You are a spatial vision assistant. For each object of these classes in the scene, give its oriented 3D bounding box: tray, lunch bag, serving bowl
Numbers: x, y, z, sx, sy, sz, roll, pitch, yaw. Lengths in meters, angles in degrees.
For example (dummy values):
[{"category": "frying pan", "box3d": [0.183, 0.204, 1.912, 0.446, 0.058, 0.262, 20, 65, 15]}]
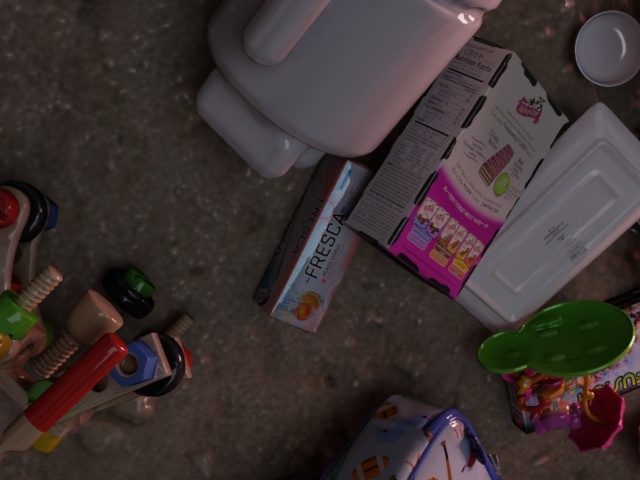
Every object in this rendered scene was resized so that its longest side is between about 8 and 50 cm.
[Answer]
[{"category": "tray", "box3d": [0.258, -0.011, 1.196, 0.145, 0.030, 0.270, 39, 104, -23]}, {"category": "lunch bag", "box3d": [0.089, 0.330, 1.159, 0.303, 0.115, 0.243, -49, 128, -29]}, {"category": "serving bowl", "box3d": [0.319, -0.214, 1.200, 0.083, 0.027, 0.083, -1, 101, -7]}]

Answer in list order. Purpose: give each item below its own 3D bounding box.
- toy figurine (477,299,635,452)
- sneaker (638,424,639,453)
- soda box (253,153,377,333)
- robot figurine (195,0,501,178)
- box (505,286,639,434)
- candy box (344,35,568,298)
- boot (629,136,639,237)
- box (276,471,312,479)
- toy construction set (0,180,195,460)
[{"category": "toy figurine", "box3d": [0.277, 0.173, 1.216, 0.173, 0.130, 0.159, -14, 120, 7]}, {"category": "sneaker", "box3d": [0.528, 0.184, 1.320, 0.321, 0.126, 0.127, -41, 128, -4]}, {"category": "soda box", "box3d": [0.000, 0.000, 1.129, 0.058, 0.063, 0.183, 25, 94, -25]}, {"category": "robot figurine", "box3d": [0.034, -0.218, 0.975, 0.200, 0.300, 0.353, 44, 114, 6]}, {"category": "box", "box3d": [0.320, 0.142, 1.293, 0.207, 0.036, 0.114, -20, 110, -13]}, {"category": "candy box", "box3d": [0.145, -0.073, 1.118, 0.233, 0.071, 0.159, -57, 141, -1]}, {"category": "boot", "box3d": [0.385, -0.126, 1.233, 0.190, 0.076, 0.208, 41, 95, -23]}, {"category": "box", "box3d": [-0.160, 0.464, 1.179, 0.395, 0.097, 0.318, -15, 110, -16]}, {"category": "toy construction set", "box3d": [-0.271, 0.115, 0.952, 0.237, 0.309, 0.257, -44, 105, 2]}]
